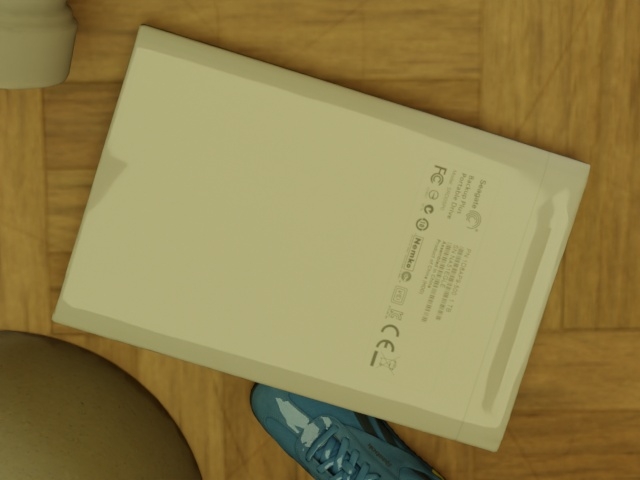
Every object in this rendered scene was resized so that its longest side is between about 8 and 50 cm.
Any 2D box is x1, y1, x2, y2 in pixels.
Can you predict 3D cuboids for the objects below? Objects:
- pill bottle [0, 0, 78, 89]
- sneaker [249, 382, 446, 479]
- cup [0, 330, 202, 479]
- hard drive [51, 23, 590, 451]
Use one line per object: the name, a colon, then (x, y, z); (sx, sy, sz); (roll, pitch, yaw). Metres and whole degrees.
pill bottle: (-0.228, -0.298, 1.302); (0.210, 0.210, 0.363); (9, 104, -4)
sneaker: (0.033, 0.178, 1.497); (0.209, 0.082, 0.069); (40, 102, -9)
cup: (-0.252, 0.257, 1.431); (0.331, 0.237, 0.331); (0, 104, -1)
hard drive: (0.000, 0.000, 1.457); (0.353, 0.047, 0.233); (17, 97, -6)
